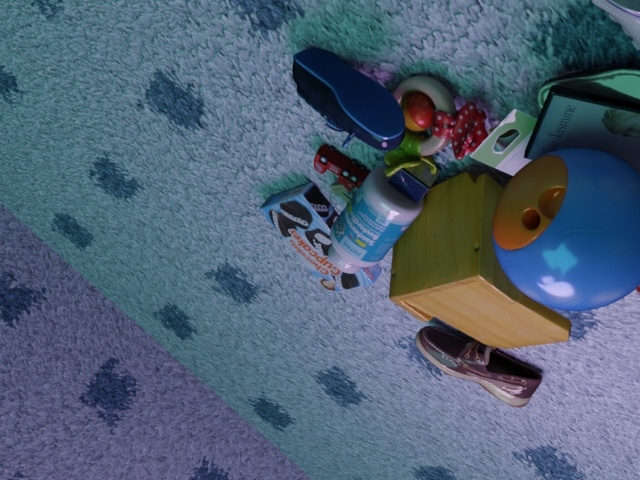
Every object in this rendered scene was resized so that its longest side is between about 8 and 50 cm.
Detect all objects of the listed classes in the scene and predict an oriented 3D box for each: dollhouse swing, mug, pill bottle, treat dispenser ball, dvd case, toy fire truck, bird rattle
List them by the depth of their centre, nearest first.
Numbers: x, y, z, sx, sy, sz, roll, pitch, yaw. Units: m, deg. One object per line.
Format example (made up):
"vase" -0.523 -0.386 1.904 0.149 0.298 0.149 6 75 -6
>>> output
"treat dispenser ball" 0.448 -0.020 1.437 0.288 0.288 0.288 23 142 19
"dvd case" 0.511 -0.183 1.457 0.253 0.022 0.180 14 146 5
"mug" 0.382 -0.207 1.636 0.062 0.078 0.064 -31 126 8
"bird rattle" 0.216 -0.237 1.667 0.253 0.143 0.207 -32 84 56
"dollhouse swing" 0.376 0.057 1.834 0.305 0.315 0.347 14 162 -23
"pill bottle" 0.117 -0.037 1.902 0.146 0.146 0.264 36 130 1
"toy fire truck" 0.062 -0.138 1.981 0.192 0.047 0.135 32 145 7

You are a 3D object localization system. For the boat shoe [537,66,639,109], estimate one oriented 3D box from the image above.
"boat shoe" 0.504 -0.270 1.441 0.228 0.068 0.081 2 118 28

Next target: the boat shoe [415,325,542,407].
"boat shoe" 0.418 0.305 2.138 0.342 0.123 0.123 31 131 8

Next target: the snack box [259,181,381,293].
"snack box" 0.000 0.000 2.179 0.187 0.060 0.322 -15 120 49

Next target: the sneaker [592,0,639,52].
"sneaker" 0.536 -0.321 1.290 0.315 0.127 0.182 39 163 18

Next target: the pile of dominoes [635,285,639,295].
"pile of dominoes" 0.639 0.055 1.553 0.196 0.040 0.251 40 156 46

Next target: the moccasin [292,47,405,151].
"moccasin" 0.062 -0.282 1.706 0.342 0.138 0.117 52 149 38

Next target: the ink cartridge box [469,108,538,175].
"ink cartridge box" 0.434 -0.174 1.570 0.235 0.056 0.171 25 146 -9

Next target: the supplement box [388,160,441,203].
"supplement box" 0.211 -0.145 1.812 0.083 0.083 0.056 37 138 0

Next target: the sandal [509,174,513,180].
"sandal" 0.440 -0.078 1.667 0.040 0.067 0.179 138 115 -82
